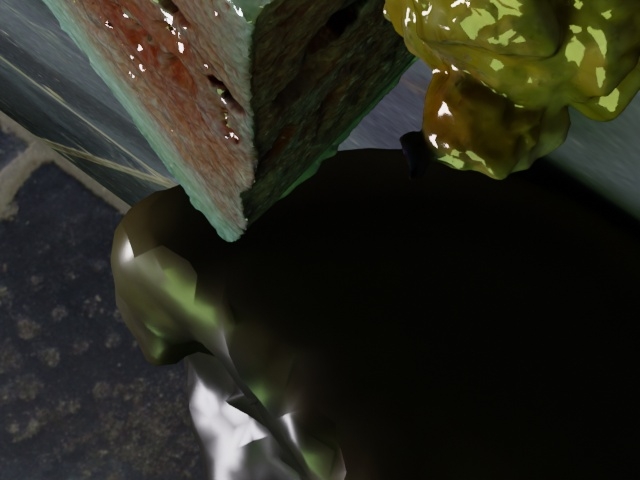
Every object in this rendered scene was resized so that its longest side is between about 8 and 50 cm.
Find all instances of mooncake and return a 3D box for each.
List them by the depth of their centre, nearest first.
[{"bbox_3d":[0.034,0.185,0.745,0.393,0.394,0.246,38,177,15],"label":"mooncake"}]

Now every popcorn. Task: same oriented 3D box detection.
[{"bbox_3d":[0.038,-0.048,0.390,0.084,0.084,0.084,35,174,4],"label":"popcorn"}]

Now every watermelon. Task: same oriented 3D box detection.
[{"bbox_3d":[-0.031,-0.086,0.536,0.154,0.094,0.241,46,172,-6],"label":"watermelon"}]
